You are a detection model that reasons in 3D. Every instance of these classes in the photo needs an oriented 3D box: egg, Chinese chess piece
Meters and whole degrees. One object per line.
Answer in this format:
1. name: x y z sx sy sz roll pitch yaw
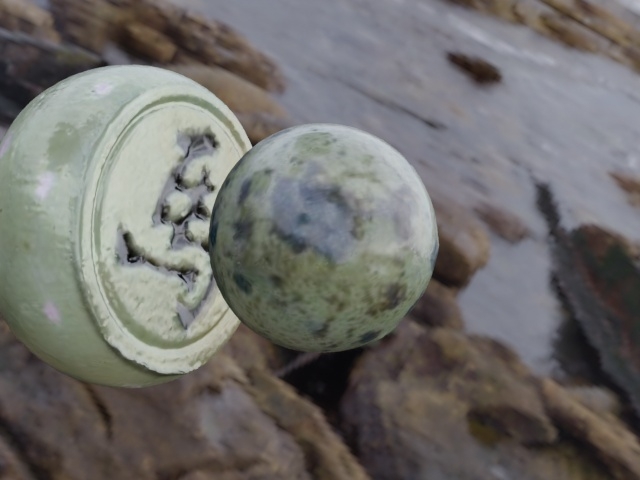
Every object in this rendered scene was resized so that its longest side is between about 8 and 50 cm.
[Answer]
1. egg: 0.000 0.000 0.939 0.141 0.141 0.181 28 -5 -3
2. Chinese chess piece: -0.145 -0.010 1.175 0.101 0.250 0.250 2 5 35
